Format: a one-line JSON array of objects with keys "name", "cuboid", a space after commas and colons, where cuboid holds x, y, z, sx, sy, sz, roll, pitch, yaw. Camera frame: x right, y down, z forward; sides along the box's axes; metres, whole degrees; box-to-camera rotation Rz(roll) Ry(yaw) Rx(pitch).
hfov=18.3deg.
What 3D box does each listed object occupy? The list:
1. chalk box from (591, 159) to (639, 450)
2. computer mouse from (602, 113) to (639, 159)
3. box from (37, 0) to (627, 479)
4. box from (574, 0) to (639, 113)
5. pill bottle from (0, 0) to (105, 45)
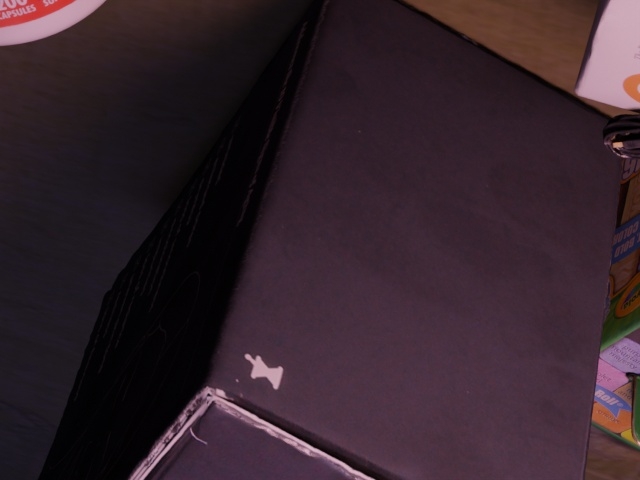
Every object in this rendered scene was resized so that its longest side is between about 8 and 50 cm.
[{"name": "chalk box", "cuboid": [0.299, 0.066, 1.585, 0.180, 0.289, 0.179, 30, 145, -15]}, {"name": "computer mouse", "cuboid": [0.272, -0.074, 1.305, 0.071, 0.041, 0.242, 28, 158, -26]}, {"name": "box", "cuboid": [-0.017, 0.134, 1.592, 0.297, 0.480, 0.472, 27, 134, -11]}, {"name": "box", "cuboid": [0.366, -0.162, 1.303, 0.345, 0.168, 0.215, 16, 159, 4]}, {"name": "pill bottle", "cuboid": [-0.260, -0.306, 1.436, 0.181, 0.181, 0.323, 5, 144, 21]}]
